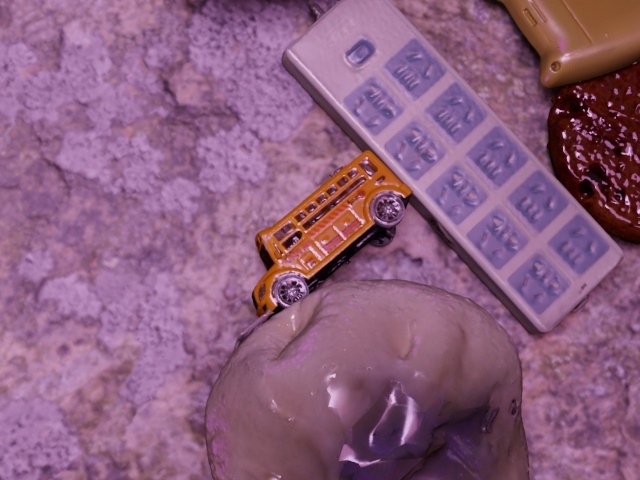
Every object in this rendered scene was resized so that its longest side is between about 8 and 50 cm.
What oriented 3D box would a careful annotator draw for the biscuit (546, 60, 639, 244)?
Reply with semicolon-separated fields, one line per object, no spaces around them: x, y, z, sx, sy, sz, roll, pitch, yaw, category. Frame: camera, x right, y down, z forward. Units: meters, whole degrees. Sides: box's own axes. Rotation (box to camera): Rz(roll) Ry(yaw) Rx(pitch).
0.294;-0.090;1.146;0.192;0.049;0.192;1;84;-8;biscuit

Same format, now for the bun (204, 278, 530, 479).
0.043;0.164;0.998;0.273;0.168;0.273;-4;107;-14;bun

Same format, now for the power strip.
0.109;-0.077;1.116;0.106;0.043;0.367;-43;91;-10;power strip

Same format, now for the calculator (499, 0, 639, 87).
0.267;-0.239;1.140;0.236;0.033;0.157;-29;74;-13;calculator

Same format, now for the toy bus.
0.000;0.000;1.077;0.162;0.069;0.074;-40;81;-14;toy bus
